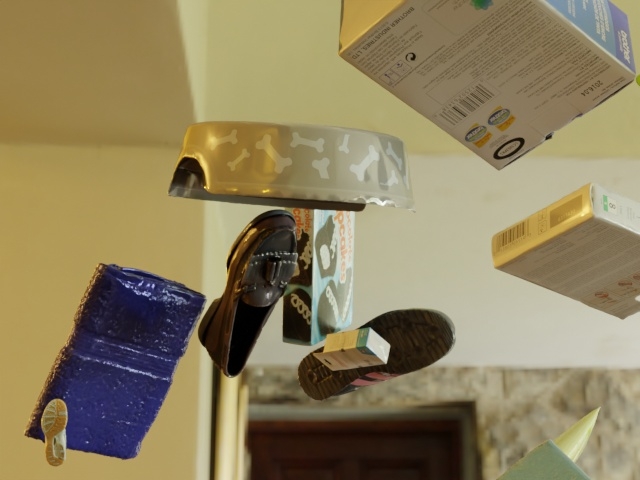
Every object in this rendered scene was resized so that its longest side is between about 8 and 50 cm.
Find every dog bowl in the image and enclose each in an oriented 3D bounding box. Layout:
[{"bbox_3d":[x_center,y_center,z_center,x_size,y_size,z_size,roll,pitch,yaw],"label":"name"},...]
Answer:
[{"bbox_3d":[-0.036,-0.099,1.674,0.349,0.102,0.349,3,0,0],"label":"dog bowl"}]

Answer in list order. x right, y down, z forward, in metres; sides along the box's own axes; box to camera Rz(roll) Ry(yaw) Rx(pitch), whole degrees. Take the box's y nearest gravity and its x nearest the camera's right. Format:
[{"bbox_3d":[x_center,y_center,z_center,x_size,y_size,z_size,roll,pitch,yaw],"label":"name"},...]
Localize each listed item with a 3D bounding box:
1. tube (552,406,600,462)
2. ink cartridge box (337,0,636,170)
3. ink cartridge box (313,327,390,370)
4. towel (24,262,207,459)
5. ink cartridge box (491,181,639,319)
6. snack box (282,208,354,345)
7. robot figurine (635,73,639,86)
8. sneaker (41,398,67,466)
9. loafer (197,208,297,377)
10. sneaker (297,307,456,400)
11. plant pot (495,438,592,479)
[{"bbox_3d":[0.403,0.364,2.029,0.070,0.062,0.240,-25,2,44],"label":"tube"},{"bbox_3d":[0.257,-0.274,1.716,0.395,0.151,0.270,33,-47,-26],"label":"ink cartridge box"},{"bbox_3d":[0.038,0.136,1.503,0.083,0.028,0.048,-12,-40,35],"label":"ink cartridge box"},{"bbox_3d":[-0.333,0.194,1.953,0.228,0.308,0.076,23,1,-44],"label":"towel"},{"bbox_3d":[0.353,0.017,1.485,0.225,0.056,0.181,19,-31,-27],"label":"ink cartridge box"},{"bbox_3d":[0.000,0.000,2.018,0.060,0.321,0.187,4,9,22],"label":"snack box"},{"bbox_3d":[0.441,-0.177,1.463,0.115,0.101,0.067,28,18,-6],"label":"robot figurine"},{"bbox_3d":[-0.333,0.239,1.507,0.032,0.083,0.037,3,-2,-11],"label":"sneaker"},{"bbox_3d":[-0.097,0.086,1.821,0.109,0.095,0.302,0,-44,-31],"label":"loafer"},{"bbox_3d":[0.112,0.182,2.059,0.319,0.112,0.131,-21,-6,35],"label":"sneaker"},{"bbox_3d":[0.252,0.426,1.307,0.248,0.252,0.247,-31,-41,-28],"label":"plant pot"}]
